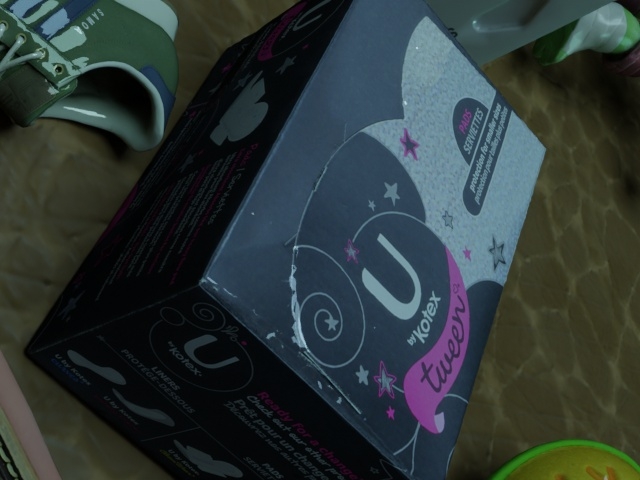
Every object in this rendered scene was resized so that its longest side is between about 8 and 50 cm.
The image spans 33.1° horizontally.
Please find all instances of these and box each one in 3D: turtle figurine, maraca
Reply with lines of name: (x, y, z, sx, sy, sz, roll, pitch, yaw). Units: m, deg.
turtle figurine: (0.297, -0.143, 0.949, 0.266, 0.275, 0.197, 20, 82, -16)
maraca: (0.133, 0.192, 0.657, 0.186, 0.099, 0.127, -12, 86, -22)

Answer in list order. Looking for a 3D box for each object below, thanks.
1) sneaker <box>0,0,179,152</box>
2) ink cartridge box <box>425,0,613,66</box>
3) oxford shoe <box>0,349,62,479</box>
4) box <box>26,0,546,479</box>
sneaker: (-0.144, -0.098, 0.513, 0.192, 0.064, 0.086, 17, 58, -44)
ink cartridge box: (0.148, -0.268, 0.776, 0.115, 0.198, 0.272, 42, 48, -25)
oxford shoe: (-0.177, 0.088, 0.358, 0.397, 0.140, 0.146, 52, 52, -14)
box: (0.000, 0.000, 0.562, 0.163, 0.142, 0.247, 45, 48, -22)
